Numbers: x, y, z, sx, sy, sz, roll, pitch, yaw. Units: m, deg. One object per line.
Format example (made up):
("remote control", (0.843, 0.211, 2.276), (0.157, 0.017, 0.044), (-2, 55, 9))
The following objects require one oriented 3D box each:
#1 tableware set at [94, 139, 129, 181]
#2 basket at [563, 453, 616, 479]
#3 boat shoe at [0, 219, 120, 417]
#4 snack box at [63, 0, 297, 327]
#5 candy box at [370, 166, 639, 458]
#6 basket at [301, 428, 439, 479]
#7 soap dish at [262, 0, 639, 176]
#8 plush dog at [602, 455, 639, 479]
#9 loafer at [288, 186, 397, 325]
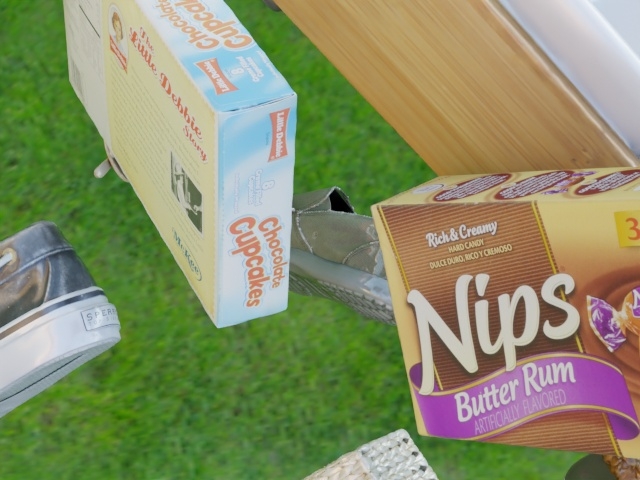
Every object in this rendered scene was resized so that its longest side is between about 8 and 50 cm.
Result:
("tableware set", (-0.224, -0.147, 1.698), (0.128, 0.039, 0.194), (43, 33, -61))
("basket", (0.291, 0.308, 1.360), (0.154, 0.204, 0.227), (-14, 110, -11))
("boat shoe", (-0.302, 0.093, 1.180), (0.119, 0.335, 0.121), (66, 17, 12))
("snack box", (-0.111, -0.111, 1.109), (0.060, 0.187, 0.322), (-16, 45, -20))
("candy box", (0.112, 0.028, 0.621), (0.053, 0.186, 0.109), (-24, 107, -43))
("basket", (0.028, 0.261, 1.455), (0.113, 0.167, 0.103), (-11, 71, -59))
("soap dish", (0.085, -0.135, 0.794), (0.229, 0.118, 0.291), (46, 24, -11))
("plush dog", (0.232, 0.033, 0.961), (0.210, 0.225, 0.262), (35, 76, -2))
("loafer", (0.000, 0.000, 1.345), (0.087, 0.251, 0.094), (-59, 138, -11))
